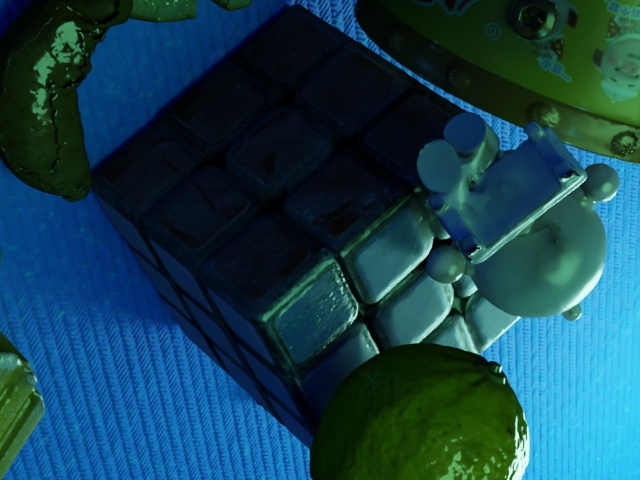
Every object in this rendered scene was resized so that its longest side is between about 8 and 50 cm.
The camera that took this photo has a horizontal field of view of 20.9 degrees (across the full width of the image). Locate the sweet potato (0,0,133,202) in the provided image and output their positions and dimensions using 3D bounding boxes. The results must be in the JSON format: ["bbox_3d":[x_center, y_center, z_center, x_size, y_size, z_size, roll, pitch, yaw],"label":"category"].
[{"bbox_3d":[-0.247,-0.140,1.591,0.124,0.098,0.310,-10,136,-27],"label":"sweet potato"}]

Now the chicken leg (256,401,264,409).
[{"bbox_3d":[-0.035,0.115,2.041,0.093,0.053,0.205,-11,123,-11],"label":"chicken leg"}]

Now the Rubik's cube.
[{"bbox_3d":[0.000,0.000,1.781,0.305,0.304,0.301,-39,141,-13],"label":"Rubik's cube"}]

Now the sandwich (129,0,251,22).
[{"bbox_3d":[-0.121,-0.262,1.623,0.244,0.088,0.090,-18,135,-36],"label":"sandwich"}]

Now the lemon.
[{"bbox_3d":[0.093,0.195,1.632,0.192,0.192,0.231,17,116,-50],"label":"lemon"}]

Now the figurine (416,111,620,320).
[{"bbox_3d":[0.199,-0.010,1.623,0.182,0.144,0.257,-54,145,-4],"label":"figurine"}]

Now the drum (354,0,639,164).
[{"bbox_3d":[0.256,-0.255,1.746,0.431,0.431,0.214,-2,122,-44],"label":"drum"}]

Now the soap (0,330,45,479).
[{"bbox_3d":[-0.373,0.199,1.746,0.140,0.073,0.232,25,100,-53],"label":"soap"}]
